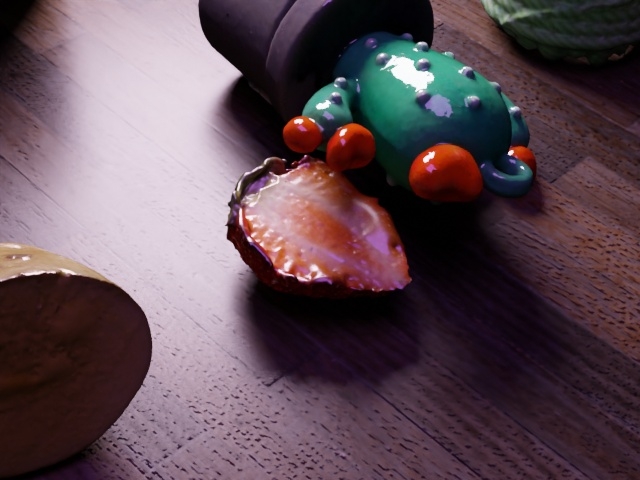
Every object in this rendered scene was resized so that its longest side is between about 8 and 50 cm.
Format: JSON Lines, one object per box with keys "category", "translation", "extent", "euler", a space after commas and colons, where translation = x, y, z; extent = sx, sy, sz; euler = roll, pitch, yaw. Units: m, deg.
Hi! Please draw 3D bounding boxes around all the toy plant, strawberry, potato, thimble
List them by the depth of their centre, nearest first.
{"category": "potato", "translation": [-0.254, 0.074, 0.987], "extent": [0.203, 0.178, 0.158], "euler": [-33, 37, -14]}
{"category": "strawberry", "translation": [0.000, 0.000, 1.125], "extent": [0.187, 0.082, 0.146], "euler": [32, 56, 18]}
{"category": "toy plant", "translation": [0.055, -0.156, 1.211], "extent": [0.400, 0.279, 0.185], "euler": [41, 99, 38]}
{"category": "thimble", "translation": [0.282, -0.305, 1.395], "extent": [0.219, 0.150, 0.219], "euler": [1, 45, -1]}
